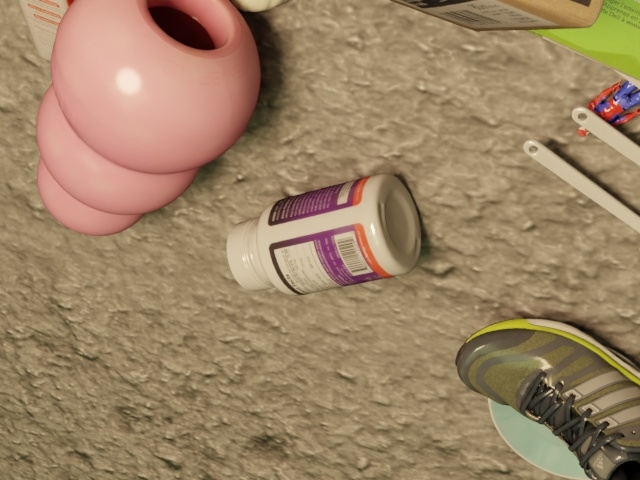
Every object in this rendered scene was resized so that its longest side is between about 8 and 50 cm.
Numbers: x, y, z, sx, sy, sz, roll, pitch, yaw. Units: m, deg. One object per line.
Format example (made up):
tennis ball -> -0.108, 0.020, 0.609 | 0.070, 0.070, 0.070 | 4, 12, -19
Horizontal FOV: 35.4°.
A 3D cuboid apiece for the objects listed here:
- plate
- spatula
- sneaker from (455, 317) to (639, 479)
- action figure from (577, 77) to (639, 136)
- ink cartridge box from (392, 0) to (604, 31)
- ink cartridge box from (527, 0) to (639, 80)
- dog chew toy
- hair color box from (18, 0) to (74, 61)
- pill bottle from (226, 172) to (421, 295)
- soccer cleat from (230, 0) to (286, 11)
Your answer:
plate -> 0.278, 0.182, 1.096 | 0.188, 0.024, 0.188 | 11, 121, 19
spatula -> 0.326, -0.063, 0.931 | 0.242, 0.019, 0.168 | 36, 131, -6
sneaker -> 0.275, 0.176, 1.004 | 0.300, 0.121, 0.111 | 22, 123, 12
action figure -> 0.281, -0.132, 0.919 | 0.038, 0.030, 0.115 | 43, 128, -9
ink cartridge box -> 0.073, -0.214, 0.691 | 0.193, 0.234, 0.088 | 16, 98, -11
ink cartridge box -> 0.308, -0.179, 0.782 | 0.255, 0.189, 0.097 | 26, 123, 8
dog chew toy -> -0.201, -0.123, 1.045 | 0.206, 0.206, 0.332 | 41, 133, -2
hair color box -> -0.276, -0.242, 1.061 | 0.072, 0.043, 0.141 | 23, 155, 11
pill bottle -> 0.000, 0.000, 1.069 | 0.193, 0.108, 0.108 | -13, 111, 30
soccer cleat -> -0.021, -0.271, 0.947 | 0.196, 0.076, 0.068 | -21, 107, 32
